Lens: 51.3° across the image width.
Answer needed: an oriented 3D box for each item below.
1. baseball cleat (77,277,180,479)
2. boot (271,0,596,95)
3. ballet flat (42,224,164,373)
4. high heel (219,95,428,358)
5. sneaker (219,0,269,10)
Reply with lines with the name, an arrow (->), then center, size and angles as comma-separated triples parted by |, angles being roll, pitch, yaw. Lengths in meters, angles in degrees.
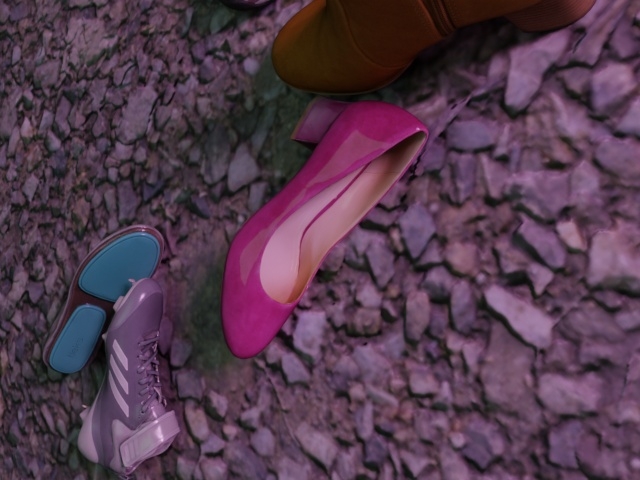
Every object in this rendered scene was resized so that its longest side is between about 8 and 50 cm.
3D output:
baseball cleat -> -0.180, 0.145, 0.685 | 0.110, 0.072, 0.205 | 24, 103, 19
boot -> 0.026, -0.183, 0.457 | 0.295, 0.211, 0.104 | -2, 85, 36
ballet flat -> -0.243, 0.054, 0.730 | 0.213, 0.072, 0.068 | -53, 29, 18
high heel -> 0.000, 0.000, 0.546 | 0.117, 0.082, 0.244 | 25, 89, 45
sneaker -> -0.043, -0.332, 0.548 | 0.281, 0.163, 0.106 | -46, 63, 24
